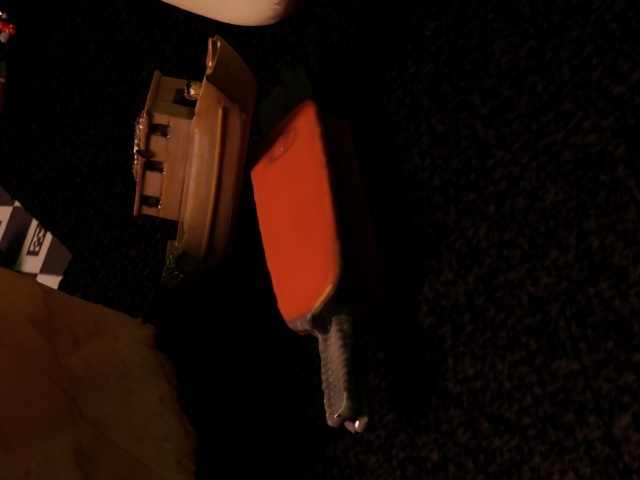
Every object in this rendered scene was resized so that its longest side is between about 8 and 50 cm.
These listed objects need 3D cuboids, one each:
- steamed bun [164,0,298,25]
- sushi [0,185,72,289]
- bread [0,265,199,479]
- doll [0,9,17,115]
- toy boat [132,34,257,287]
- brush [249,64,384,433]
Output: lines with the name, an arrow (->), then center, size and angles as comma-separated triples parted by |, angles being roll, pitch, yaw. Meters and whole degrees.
steamed bun -> -0.091, -0.399, 1.111 | 0.290, 0.371, 0.456 | 170, 124, -82
sushi -> -0.373, 0.096, 1.508 | 0.320, 0.068, 0.339 | -63, 30, 4
bread -> -0.230, 0.190, 1.070 | 0.279, 0.207, 0.279 | -52, 31, 24
doll -> -0.358, -0.170, 1.697 | 0.109, 0.057, 0.169 | -20, 37, 30
toy boat -> -0.090, -0.048, 1.094 | 0.057, 0.077, 0.200 | -83, 3, -46
brush -> 0.001, 0.000, 1.003 | 0.070, 0.051, 0.323 | -41, 34, 25
